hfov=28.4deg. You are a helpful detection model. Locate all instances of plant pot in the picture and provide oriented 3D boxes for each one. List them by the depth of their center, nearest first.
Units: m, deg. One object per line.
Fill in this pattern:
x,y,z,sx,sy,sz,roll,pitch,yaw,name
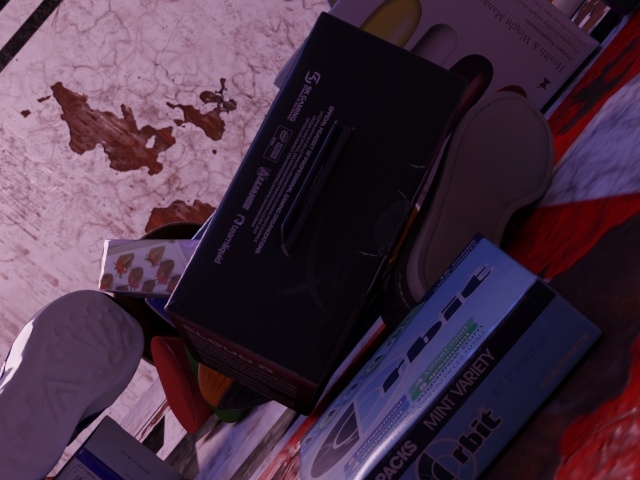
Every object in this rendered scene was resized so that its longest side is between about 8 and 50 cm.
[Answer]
-0.166,0.081,1.883,0.215,0.215,0.230,-50,-9,7,plant pot

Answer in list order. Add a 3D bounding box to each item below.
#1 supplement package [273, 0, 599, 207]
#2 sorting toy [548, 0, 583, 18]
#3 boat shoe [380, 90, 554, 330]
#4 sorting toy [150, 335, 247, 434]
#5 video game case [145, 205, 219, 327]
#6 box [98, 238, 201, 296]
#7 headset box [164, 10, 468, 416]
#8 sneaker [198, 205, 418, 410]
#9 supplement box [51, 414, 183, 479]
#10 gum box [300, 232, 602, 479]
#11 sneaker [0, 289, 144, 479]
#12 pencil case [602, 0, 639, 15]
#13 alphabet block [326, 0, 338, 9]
0.099,-0.162,1.123,0.203,0.194,0.149,-50,4,12,supplement package
0.222,-0.224,1.433,0.193,0.038,0.208,-51,5,-10,sorting toy
0.092,-0.020,0.827,0.065,0.075,0.206,-40,15,50,boat shoe
-0.076,0.120,1.370,0.126,0.127,0.365,-20,-6,-24,sorting toy
-0.084,-0.036,1.576,0.269,0.061,0.244,-49,-1,18,video game case
-0.121,0.034,1.377,0.324,0.067,0.063,0,82,46,box
-0.004,-0.006,0.874,0.218,0.110,0.293,-63,-3,-11,headset box
-0.012,0.063,1.145,0.262,0.099,0.121,-44,-6,-24,sneaker
-0.261,0.311,1.335,0.220,0.111,0.114,-49,4,12,supplement box
0.054,0.076,0.623,0.157,0.041,0.184,-50,5,4,gum box
-0.334,0.206,1.379,0.236,0.130,0.322,-44,10,29,sneaker
0.272,-0.253,1.009,0.151,0.064,0.070,-47,21,30,pencil case
0.116,-0.312,1.614,0.197,0.193,0.192,-24,26,7,alphabet block
